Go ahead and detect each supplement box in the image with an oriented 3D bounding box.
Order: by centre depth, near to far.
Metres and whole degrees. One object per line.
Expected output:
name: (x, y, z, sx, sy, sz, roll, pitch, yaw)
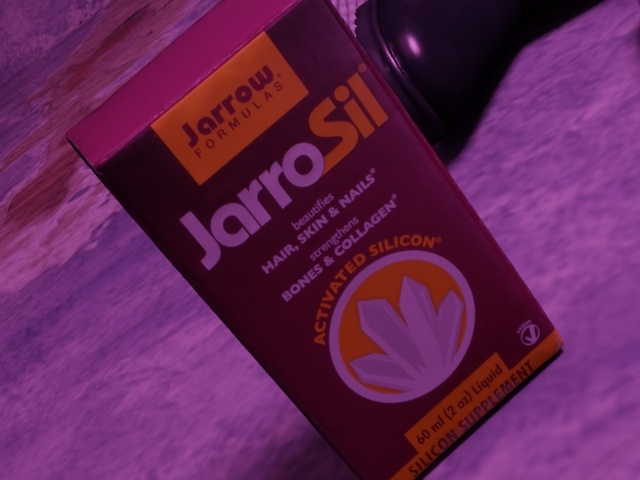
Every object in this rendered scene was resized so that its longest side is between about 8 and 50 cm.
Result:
supplement box: (0.000, 0.000, 0.403, 0.104, 0.188, 0.081, -41, 25, -6)

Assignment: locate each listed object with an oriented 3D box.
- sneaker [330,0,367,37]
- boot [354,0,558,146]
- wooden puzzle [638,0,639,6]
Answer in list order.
sneaker: (0.048, -0.250, 0.886, 0.282, 0.102, 0.161, -44, 22, -13)
boot: (0.135, -0.179, 0.642, 0.207, 0.094, 0.246, -31, 19, 25)
wooden puzzle: (0.298, -0.150, 0.385, 0.347, 0.080, 0.322, -26, 27, 25)
